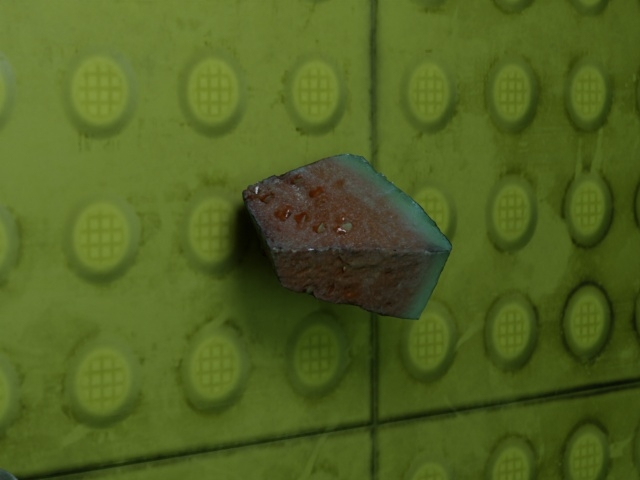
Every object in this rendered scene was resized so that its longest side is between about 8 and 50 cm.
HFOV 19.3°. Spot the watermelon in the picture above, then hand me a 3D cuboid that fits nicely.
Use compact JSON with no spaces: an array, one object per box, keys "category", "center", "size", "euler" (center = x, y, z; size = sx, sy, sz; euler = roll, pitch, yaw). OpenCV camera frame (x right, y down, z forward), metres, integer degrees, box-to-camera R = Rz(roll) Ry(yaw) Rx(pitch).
[{"category":"watermelon","center":[0.000,0.000,2.201],"size":[0.257,0.193,0.139],"euler":[-3,126,-46]}]

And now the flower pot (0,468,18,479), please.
[{"category":"flower pot","center":[-0.397,0.333,1.776],"size":[0.368,0.254,0.164],"euler":[-27,111,-38]}]
